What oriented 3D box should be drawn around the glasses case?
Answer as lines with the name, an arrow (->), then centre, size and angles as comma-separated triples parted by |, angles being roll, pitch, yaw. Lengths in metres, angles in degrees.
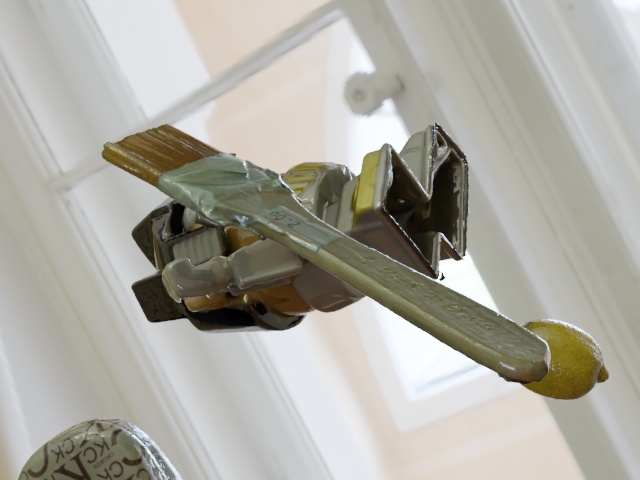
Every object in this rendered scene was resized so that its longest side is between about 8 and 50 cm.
glasses case -> -0.130, 0.315, 1.013 | 0.137, 0.354, 0.085 | -31, 1, 19

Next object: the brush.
brush -> 0.000, 0.000, 0.746 | 0.085, 0.337, 0.020 | -23, -46, -49

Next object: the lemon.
lemon -> 0.248, 0.125, 1.238 | 0.082, 0.111, 0.082 | 21, -90, -81

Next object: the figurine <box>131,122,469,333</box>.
figurine -> -0.025, 0.001, 1.000 | 0.309, 0.143, 0.308 | -12, -11, -2
